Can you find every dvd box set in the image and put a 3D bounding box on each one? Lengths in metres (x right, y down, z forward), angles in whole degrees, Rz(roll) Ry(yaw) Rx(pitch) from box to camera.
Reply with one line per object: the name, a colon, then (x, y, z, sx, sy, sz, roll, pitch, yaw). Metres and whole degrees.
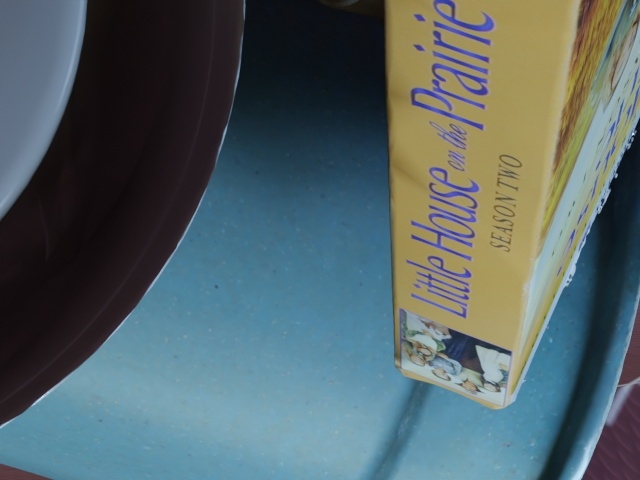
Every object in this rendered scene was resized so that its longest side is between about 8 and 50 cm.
dvd box set: (0.107, -0.136, 0.677, 0.062, 0.307, 0.420, 22, 161, 10)

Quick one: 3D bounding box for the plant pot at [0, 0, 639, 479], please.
plant pot: (-0.064, 0.000, 0.988, 0.334, 0.341, 0.341, 14, 157, -18)

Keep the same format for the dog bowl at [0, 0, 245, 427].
dog bowl: (-0.202, -0.086, 0.606, 0.349, 0.348, 0.102, -5, 177, -26)

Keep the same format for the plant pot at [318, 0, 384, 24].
plant pot: (-0.023, -0.173, 0.772, 0.165, 0.167, 0.167, 4, 160, -25)
